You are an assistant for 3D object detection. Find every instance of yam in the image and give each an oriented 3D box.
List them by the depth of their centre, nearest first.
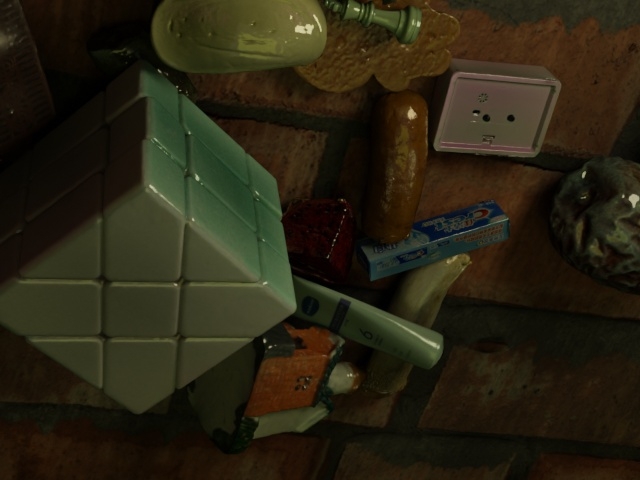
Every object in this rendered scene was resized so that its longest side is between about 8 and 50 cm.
[{"bbox_3d":[-0.264,-0.246,1.663,0.107,0.107,0.183,-33,127,9],"label":"yam"}]

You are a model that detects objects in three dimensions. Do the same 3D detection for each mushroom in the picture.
[{"bbox_3d":[0.168,0.149,2.060,0.122,0.095,0.351,2,126,-40],"label":"mushroom"}]

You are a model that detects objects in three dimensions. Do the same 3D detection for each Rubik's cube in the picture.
[{"bbox_3d":[-0.259,-0.002,1.595,0.319,0.316,0.322,-34,128,18],"label":"Rubik's cube"}]

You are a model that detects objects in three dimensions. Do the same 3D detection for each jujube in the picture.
[{"bbox_3d":[0.557,-0.018,1.978,0.317,0.226,0.226,25,114,-34],"label":"jujube"}]

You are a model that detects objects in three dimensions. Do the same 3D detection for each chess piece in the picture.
[{"bbox_3d":[0.076,-0.343,1.671,0.149,0.059,0.059,14,119,-14],"label":"chess piece"}]

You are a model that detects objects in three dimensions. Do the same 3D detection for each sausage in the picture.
[{"bbox_3d":[0.124,-0.123,1.851,0.109,0.109,0.270,-3,122,-13],"label":"sausage"}]

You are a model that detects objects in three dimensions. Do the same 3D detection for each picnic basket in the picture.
[{"bbox_3d":[-0.480,-0.261,1.548,0.129,0.222,0.297,-28,130,-24],"label":"picnic basket"}]

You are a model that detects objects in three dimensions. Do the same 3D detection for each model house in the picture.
[{"bbox_3d":[-0.061,0.234,2.024,0.301,0.190,0.271,1,122,-33],"label":"model house"}]

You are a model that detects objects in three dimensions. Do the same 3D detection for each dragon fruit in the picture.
[{"bbox_3d":[-0.002,-0.001,1.923,0.127,0.120,0.161,-65,155,-16],"label":"dragon fruit"}]

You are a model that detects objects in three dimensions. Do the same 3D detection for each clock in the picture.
[{"bbox_3d":[0.285,-0.220,1.849,0.197,0.063,0.150,2,123,-16],"label":"clock"}]

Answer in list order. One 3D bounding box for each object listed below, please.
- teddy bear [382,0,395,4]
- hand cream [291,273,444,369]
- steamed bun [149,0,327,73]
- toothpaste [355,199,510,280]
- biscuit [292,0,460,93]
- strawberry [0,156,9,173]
[{"bbox_3d":[0.041,-0.498,1.539,0.357,0.224,0.367,-28,141,3],"label":"teddy bear"},{"bbox_3d":[0.069,0.143,1.977,0.320,0.067,0.109,23,138,2],"label":"hand cream"},{"bbox_3d":[-0.119,-0.324,1.579,0.250,0.200,0.155,-5,108,0],"label":"steamed bun"},{"bbox_3d":[0.199,-0.003,1.955,0.272,0.066,0.053,-16,130,-13],"label":"toothpaste"},{"bbox_3d":[0.075,-0.325,1.733,0.288,0.044,0.202,-1,121,-16],"label":"biscuit"},{"bbox_3d":[-0.534,-0.089,1.719,0.121,0.082,0.188,-25,139,27],"label":"strawberry"}]
